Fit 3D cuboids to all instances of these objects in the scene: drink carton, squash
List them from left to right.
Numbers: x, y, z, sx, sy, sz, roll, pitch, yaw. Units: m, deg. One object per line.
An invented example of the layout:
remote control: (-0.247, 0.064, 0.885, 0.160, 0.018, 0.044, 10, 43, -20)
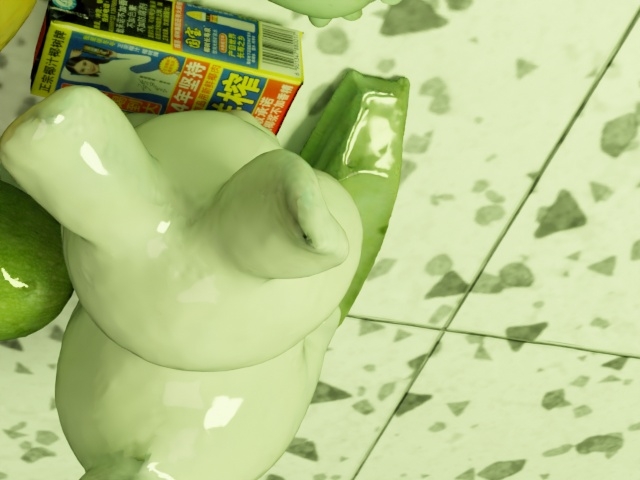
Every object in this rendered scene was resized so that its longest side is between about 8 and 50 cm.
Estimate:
squash: (-0.345, -0.016, 0.868, 0.371, 0.118, 0.118, 16, 132, -18)
drink carton: (-0.099, -0.117, 0.840, 0.166, 0.056, 0.071, 12, 138, -17)

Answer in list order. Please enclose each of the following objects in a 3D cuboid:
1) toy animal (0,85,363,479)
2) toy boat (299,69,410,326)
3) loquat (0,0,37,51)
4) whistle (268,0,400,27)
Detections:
toy animal: (-0.084, 0.037, 0.795, 0.196, 0.241, 0.367, 15, 144, 2)
toy boat: (0.000, 0.000, 0.978, 0.093, 0.055, 0.293, 6, 135, -19)
loquat: (-0.271, -0.172, 0.606, 0.275, 0.274, 0.274, -5, 136, -4)
whistle: (-0.040, -0.197, 0.740, 0.244, 0.092, 0.110, 24, 129, -32)
